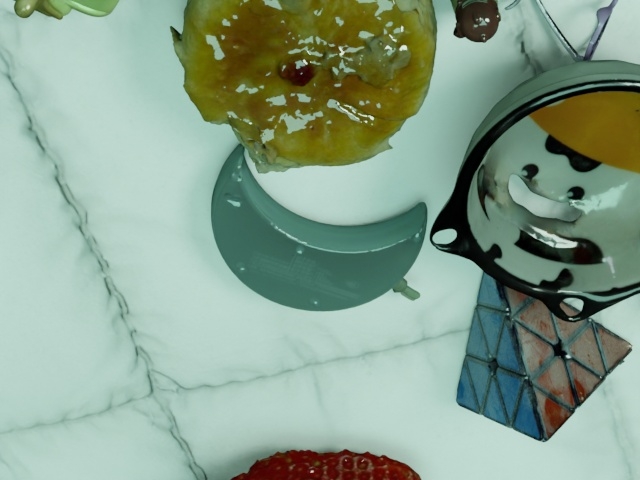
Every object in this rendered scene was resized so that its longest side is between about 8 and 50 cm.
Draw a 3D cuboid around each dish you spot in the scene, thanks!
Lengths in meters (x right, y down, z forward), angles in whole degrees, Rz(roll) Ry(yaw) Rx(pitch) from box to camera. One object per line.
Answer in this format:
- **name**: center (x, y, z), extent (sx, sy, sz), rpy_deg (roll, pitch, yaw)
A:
- **dish**: center (0.260, -0.071, 1.290), extent (0.303, 0.120, 0.303), rpy_deg (1, 132, 1)

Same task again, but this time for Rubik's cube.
- **Rubik's cube**: center (0.202, 0.166, 1.457), extent (0.211, 0.190, 0.178), rpy_deg (34, 135, -15)

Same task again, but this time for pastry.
- **pastry**: center (-0.007, -0.179, 1.231), extent (0.236, 0.120, 0.257), rpy_deg (-28, 120, 18)

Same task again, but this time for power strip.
- **power strip**: center (0.000, 0.000, 1.392), extent (0.253, 0.054, 0.167), rpy_deg (20, 124, -11)

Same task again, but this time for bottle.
- **bottle**: center (0.144, -0.213, 1.217), extent (0.047, 0.101, 0.063), rpy_deg (4, 124, -3)

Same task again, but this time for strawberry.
- **strawberry**: center (-0.016, 0.375, 1.567), extent (0.261, 0.257, 0.261), rpy_deg (18, 129, 24)

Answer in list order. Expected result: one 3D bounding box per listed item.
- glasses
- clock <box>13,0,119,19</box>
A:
- **glasses**: center (0.229, -0.240, 1.244), extent (0.104, 0.062, 0.140), rpy_deg (22, 124, 13)
- **clock**: center (-0.172, -0.281, 1.054), extent (0.096, 0.308, 0.235), rpy_deg (27, 121, -15)
